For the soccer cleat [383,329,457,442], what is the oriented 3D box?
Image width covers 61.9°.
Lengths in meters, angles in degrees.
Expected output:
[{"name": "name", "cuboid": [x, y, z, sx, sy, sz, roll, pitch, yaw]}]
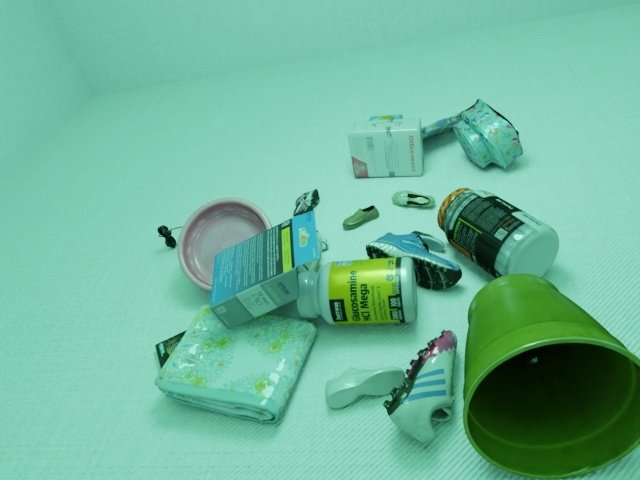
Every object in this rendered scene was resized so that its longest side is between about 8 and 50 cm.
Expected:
[{"name": "soccer cleat", "cuboid": [0.278, 0.356, 1.314, 0.143, 0.116, 0.331, 43, 45, 8]}]

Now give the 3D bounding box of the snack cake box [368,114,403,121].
[{"name": "snack cake box", "cuboid": [0.270, -0.451, 2.342, 0.152, 0.089, 0.264, 1, 40, 19]}]

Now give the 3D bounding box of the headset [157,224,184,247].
[{"name": "headset", "cuboid": [-0.418, 0.000, 1.978, 0.393, 0.185, 0.244, 9, 55, 12]}]

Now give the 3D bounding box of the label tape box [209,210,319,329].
[{"name": "label tape box", "cuboid": [-0.144, 0.079, 1.554, 0.347, 0.115, 0.249, -24, 35, 11]}]

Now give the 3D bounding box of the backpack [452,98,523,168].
[{"name": "backpack", "cuboid": [0.642, -0.390, 2.033, 0.191, 0.225, 0.253, -41, 44, 3]}]

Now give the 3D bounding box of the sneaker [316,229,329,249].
[{"name": "sneaker", "cuboid": [0.000, 0.000, 1.907, 0.043, 0.040, 0.109, -5, 39, -14]}]

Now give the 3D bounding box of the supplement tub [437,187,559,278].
[{"name": "supplement tub", "cuboid": [0.521, -0.020, 1.611, 0.207, 0.207, 0.338, -27, 40, -15]}]

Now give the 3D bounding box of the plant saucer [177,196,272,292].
[{"name": "plant saucer", "cuboid": [-0.311, 0.021, 1.792, 0.331, 0.084, 0.332, -3, 72, 8]}]

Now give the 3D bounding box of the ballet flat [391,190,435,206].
[{"name": "ballet flat", "cuboid": [0.337, -0.154, 1.959, 0.168, 0.057, 0.052, 6, 6, 24]}]

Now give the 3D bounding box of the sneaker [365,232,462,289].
[{"name": "sneaker", "cuboid": [0.303, 0.041, 1.671, 0.330, 0.130, 0.147, 24, 54, 40]}]

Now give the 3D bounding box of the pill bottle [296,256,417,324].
[{"name": "pill bottle", "cuboid": [0.106, 0.150, 1.549, 0.333, 0.188, 0.188, -5, 38, 14]}]

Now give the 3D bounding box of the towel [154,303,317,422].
[{"name": "towel", "cuboid": [-0.233, 0.327, 1.496, 0.374, 0.090, 0.321, 8, 43, 17]}]

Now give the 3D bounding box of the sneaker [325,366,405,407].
[{"name": "sneaker", "cuboid": [0.111, 0.357, 1.384, 0.212, 0.080, 0.094, -16, 25, 0]}]

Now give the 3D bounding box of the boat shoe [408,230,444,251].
[{"name": "boat shoe", "cuboid": [0.355, -0.004, 1.777, 0.142, 0.049, 0.040, 19, 48, 39]}]

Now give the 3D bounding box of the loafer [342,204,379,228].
[{"name": "loafer", "cuboid": [0.145, -0.090, 1.955, 0.148, 0.050, 0.056, -25, 38, -14]}]

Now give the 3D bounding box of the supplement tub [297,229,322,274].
[{"name": "supplement tub", "cuboid": [-0.078, 0.061, 1.761, 0.144, 0.144, 0.200, 2, 40, 21]}]

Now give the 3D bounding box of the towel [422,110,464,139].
[{"name": "towel", "cuboid": [0.507, -0.472, 2.249, 0.284, 0.034, 0.209, -23, -3, -12]}]

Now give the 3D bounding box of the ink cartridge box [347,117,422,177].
[{"name": "ink cartridge box", "cuboid": [0.267, -0.369, 2.140, 0.282, 0.207, 0.117, 1, 38, 18]}]

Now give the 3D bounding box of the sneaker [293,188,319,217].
[{"name": "sneaker", "cuboid": [-0.068, -0.133, 2.083, 0.077, 0.072, 0.178, -6, 28, 31]}]

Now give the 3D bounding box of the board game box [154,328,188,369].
[{"name": "board game box", "cuboid": [-0.420, 0.353, 1.601, 0.126, 0.026, 0.186, -24, 38, -11]}]

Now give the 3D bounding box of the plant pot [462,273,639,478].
[{"name": "plant pot", "cuboid": [0.476, 0.258, 1.192, 0.366, 0.367, 0.353, -8, 27, 9]}]
